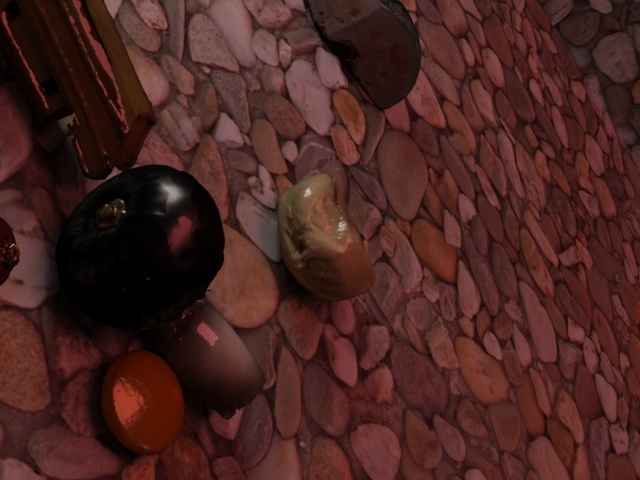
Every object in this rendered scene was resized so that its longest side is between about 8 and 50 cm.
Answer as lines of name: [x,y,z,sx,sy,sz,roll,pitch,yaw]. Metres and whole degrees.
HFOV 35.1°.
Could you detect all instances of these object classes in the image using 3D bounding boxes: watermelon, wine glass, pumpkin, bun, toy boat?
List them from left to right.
toy boat: [-0.374,-0.295,1.409,0.446,0.162,0.136,67,16,-6]
pumpkin: [-0.238,0.009,1.344,0.163,0.233,0.233,60,28,-44]
wine glass: [-0.171,0.155,1.449,0.204,0.111,0.111,53,35,-19]
bun: [0.000,0.000,1.772,0.229,0.145,0.229,155,-90,-89]
watermelon: [0.129,-0.469,2.193,0.322,0.188,0.175,51,40,-32]

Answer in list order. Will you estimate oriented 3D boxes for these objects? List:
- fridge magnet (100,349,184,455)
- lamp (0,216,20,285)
fridge magnet: [-0.240,0.217,1.358,0.143,0.063,0.143,31,48,-42]
lamp: [-0.410,0.015,1.223,0.101,0.090,0.101,5,90,-81]
